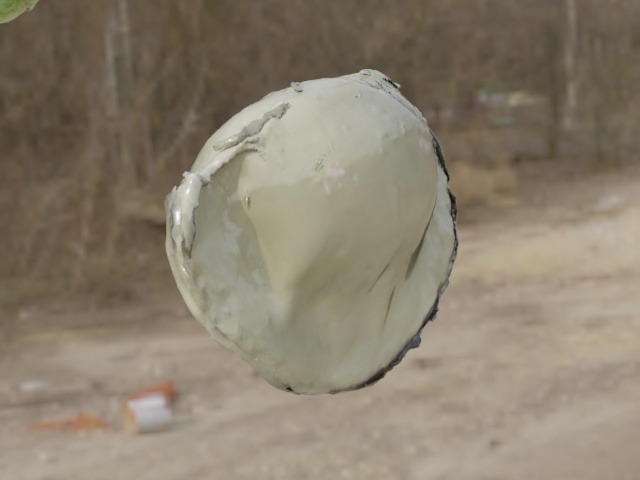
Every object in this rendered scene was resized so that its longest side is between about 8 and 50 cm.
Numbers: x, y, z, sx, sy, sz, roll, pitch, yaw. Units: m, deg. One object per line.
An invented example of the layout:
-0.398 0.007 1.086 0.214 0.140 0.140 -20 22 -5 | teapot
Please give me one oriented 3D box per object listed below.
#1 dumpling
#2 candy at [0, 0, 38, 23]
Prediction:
0.000 0.000 1.061 0.142 0.172 0.247 -22 5 42 | dumpling
-0.191 -0.310 1.546 0.335 0.092 0.093 -51 16 -15 | candy
